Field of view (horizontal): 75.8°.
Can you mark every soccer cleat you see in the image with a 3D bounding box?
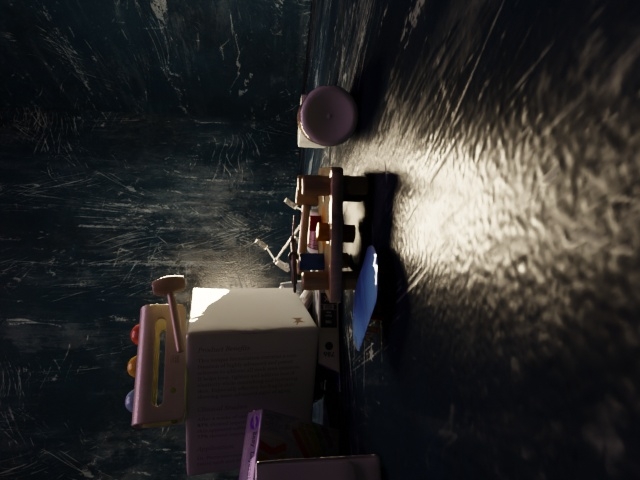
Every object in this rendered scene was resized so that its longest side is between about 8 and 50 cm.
[{"bbox_3d":[-0.033,0.437,1.357,0.117,0.108,0.318,-91,10,-45],"label":"soccer cleat"}]

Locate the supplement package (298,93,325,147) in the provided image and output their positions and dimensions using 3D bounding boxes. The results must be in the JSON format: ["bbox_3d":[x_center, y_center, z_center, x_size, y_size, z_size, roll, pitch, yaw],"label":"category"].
[{"bbox_3d":[-0.022,-0.409,1.426,0.179,0.105,0.105,114,157,-76],"label":"supplement package"}]

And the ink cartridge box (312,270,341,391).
[{"bbox_3d":[0.013,0.246,1.157,0.165,0.065,0.333,111,159,-70],"label":"ink cartridge box"}]

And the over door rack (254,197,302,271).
[{"bbox_3d":[-0.117,-0.024,1.618,0.240,0.108,0.324,-54,28,-1],"label":"over door rack"}]

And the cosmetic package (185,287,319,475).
[{"bbox_3d":[-0.209,0.371,1.178,0.327,0.329,0.394,-138,52,-71],"label":"cosmetic package"}]

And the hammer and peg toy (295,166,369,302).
[{"bbox_3d":[0.014,-0.028,0.915,0.361,0.127,0.266,-124,34,-80],"label":"hammer and peg toy"}]

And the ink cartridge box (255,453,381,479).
[{"bbox_3d":[-0.012,0.479,0.692,0.270,0.197,0.198,102,167,-60],"label":"ink cartridge box"}]

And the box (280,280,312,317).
[{"bbox_3d":[-0.108,0.305,1.857,0.153,0.108,0.207,57,-152,-60],"label":"box"}]

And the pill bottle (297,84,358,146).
[{"bbox_3d":[0.010,-0.297,0.996,0.246,0.130,0.131,-109,21,-75],"label":"pill bottle"}]

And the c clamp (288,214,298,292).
[{"bbox_3d":[-0.062,0.035,0.911,0.161,0.022,0.137,-102,13,-66],"label":"c clamp"}]

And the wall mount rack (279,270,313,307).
[{"bbox_3d":[-0.063,0.156,1.648,0.304,0.130,0.350,-55,-9,-27],"label":"wall mount rack"}]

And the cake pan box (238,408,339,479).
[{"bbox_3d":[-0.062,0.537,0.929,0.070,0.266,0.246,-28,42,37],"label":"cake pan box"}]

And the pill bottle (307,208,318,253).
[{"bbox_3d":[0.005,-0.010,1.172,0.086,0.086,0.152,-111,23,-74],"label":"pill bottle"}]

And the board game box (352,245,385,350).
[{"bbox_3d":[0.085,0.092,0.665,0.133,0.033,0.169,-88,8,-54],"label":"board game box"}]

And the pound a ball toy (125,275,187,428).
[{"bbox_3d":[-0.393,0.266,0.984,0.208,0.135,0.319,119,147,-58],"label":"pound a ball toy"}]
